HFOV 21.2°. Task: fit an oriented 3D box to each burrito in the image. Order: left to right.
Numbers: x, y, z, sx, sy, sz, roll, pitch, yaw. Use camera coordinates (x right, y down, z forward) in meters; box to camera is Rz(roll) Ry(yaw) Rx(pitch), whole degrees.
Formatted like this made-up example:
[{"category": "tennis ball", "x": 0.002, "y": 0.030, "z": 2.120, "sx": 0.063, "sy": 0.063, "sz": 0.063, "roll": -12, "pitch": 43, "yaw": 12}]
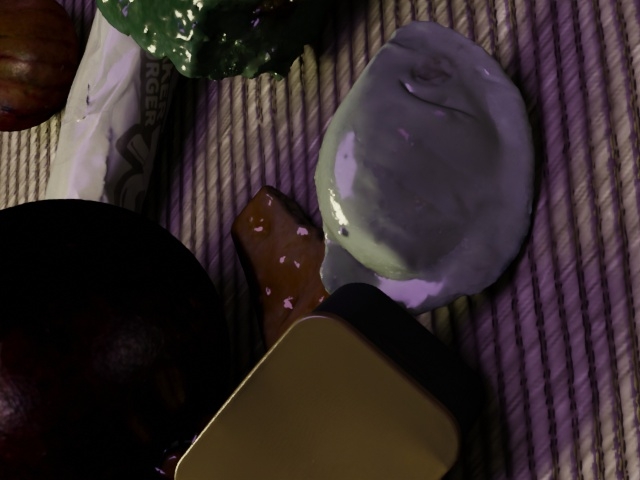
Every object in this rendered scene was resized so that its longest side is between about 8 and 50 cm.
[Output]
[{"category": "burrito", "x": -0.203, "y": -0.075, "z": 1.588, "sx": 0.139, "sy": 0.101, "sz": 0.445, "roll": -166, "pitch": 91, "yaw": -74}]

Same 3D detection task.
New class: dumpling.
[{"category": "dumpling", "x": 0.071, "y": -0.046, "z": 1.233, "sx": 0.108, "sy": 0.153, "sz": 0.219, "roll": -168, "pitch": 95, "yaw": -81}]

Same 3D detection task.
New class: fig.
[{"category": "fig", "x": -0.335, "y": -0.182, "z": 1.759, "sx": 0.149, "sy": 0.202, "sz": 0.148, "roll": 48, "pitch": 137, "yaw": 10}]

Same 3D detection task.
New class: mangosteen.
[{"category": "mangosteen", "x": -0.199, "y": 0.138, "z": 1.375, "sx": 0.307, "sy": 0.307, "sz": 0.347, "roll": -43, "pitch": 75, "yaw": 34}]

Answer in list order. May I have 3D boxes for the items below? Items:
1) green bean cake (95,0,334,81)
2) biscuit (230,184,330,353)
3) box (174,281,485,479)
[{"category": "green bean cake", "x": -0.031, "y": -0.276, "z": 1.368, "sx": 0.300, "sy": 0.169, "sz": 0.307, "roll": 35, "pitch": 120, "yaw": 38}, {"category": "biscuit", "x": 0.000, "y": 0.000, "z": 1.355, "sx": 0.183, "sy": 0.039, "sz": 0.174, "roll": -44, "pitch": 43, "yaw": 33}, {"category": "box", "x": 0.009, "y": 0.137, "z": 1.196, "sx": 0.144, "sy": 0.090, "sz": 0.201, "roll": 40, "pitch": 118, "yaw": 5}]
